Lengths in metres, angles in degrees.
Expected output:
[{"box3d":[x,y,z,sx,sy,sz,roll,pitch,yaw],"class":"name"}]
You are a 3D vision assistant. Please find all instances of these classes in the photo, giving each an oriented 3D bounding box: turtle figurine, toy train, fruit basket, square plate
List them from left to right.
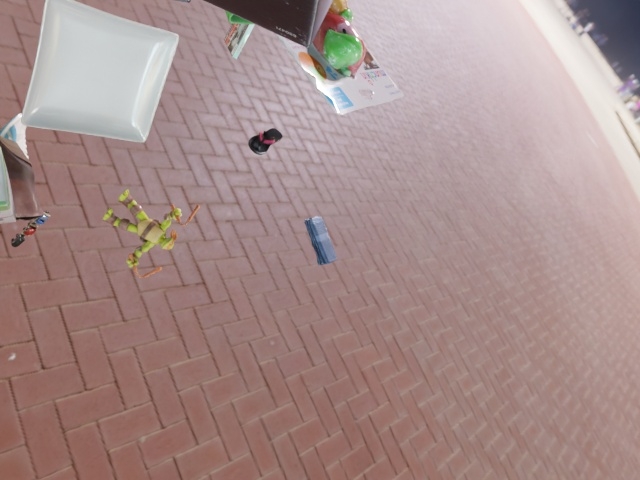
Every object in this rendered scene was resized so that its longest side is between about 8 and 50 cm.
[{"box3d":[-0.889,-0.035,1.542,0.027,0.158,0.036,43,9,-44],"class":"toy train"},{"box3d":[-0.596,-0.448,1.367,0.347,0.343,0.049,0,37,-47],"class":"square plate"},{"box3d":[-0.496,-0.046,1.458,0.217,0.269,0.087,39,-1,-11],"class":"turtle figurine"},{"box3d":[-0.002,-0.378,0.854,0.353,0.165,0.327,49,33,4],"class":"fruit basket"}]

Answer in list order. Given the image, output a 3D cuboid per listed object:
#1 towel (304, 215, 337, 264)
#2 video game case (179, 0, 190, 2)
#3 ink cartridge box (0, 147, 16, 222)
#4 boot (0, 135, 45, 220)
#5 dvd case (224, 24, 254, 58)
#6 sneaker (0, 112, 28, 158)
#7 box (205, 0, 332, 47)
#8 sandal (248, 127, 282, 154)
[{"box3d":[0.000,0.000,1.216,0.067,0.029,0.119,-17,86,-62],"class":"towel"},{"box3d":[-0.307,-0.333,0.595,0.275,0.026,0.196,0,33,-25],"class":"video game case"},{"box3d":[-0.547,-0.070,0.743,0.155,0.212,0.093,-10,92,-30],"class":"ink cartridge box"},{"box3d":[-0.757,-0.149,1.172,0.248,0.090,0.206,-8,77,-81],"class":"boot"},{"box3d":[-0.174,-0.445,1.072,0.013,0.087,0.119,21,27,-31],"class":"dvd case"},{"box3d":[-0.880,-0.260,1.430,0.092,0.088,0.228,34,53,-39],"class":"sneaker"},{"box3d":[-0.013,-0.342,0.311,0.183,0.293,0.296,23,-5,-4],"class":"box"},{"box3d":[-0.176,-0.335,1.645,0.067,0.040,0.179,43,41,-3],"class":"sandal"}]
